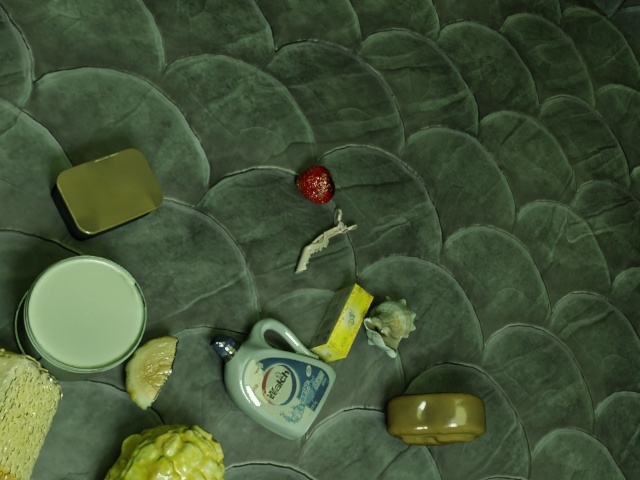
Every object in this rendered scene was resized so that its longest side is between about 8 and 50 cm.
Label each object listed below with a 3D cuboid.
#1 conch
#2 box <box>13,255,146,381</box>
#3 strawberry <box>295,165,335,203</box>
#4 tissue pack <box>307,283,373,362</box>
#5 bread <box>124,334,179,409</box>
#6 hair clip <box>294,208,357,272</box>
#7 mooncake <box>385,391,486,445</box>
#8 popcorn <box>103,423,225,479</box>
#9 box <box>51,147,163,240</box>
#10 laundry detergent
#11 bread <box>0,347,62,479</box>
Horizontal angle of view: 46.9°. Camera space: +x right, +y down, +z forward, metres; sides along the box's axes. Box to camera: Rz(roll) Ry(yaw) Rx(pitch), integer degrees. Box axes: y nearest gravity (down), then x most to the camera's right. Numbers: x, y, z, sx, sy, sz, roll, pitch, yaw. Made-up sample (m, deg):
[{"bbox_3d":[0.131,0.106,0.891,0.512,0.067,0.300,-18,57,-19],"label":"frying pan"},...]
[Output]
[{"bbox_3d":[0.157,0.217,1.819,0.234,0.114,0.137,-22,103,-47],"label":"conch"},{"bbox_3d":[-0.466,0.152,1.430,0.226,0.149,0.226,10,69,-28],"label":"box"},{"bbox_3d":[-0.011,-0.138,1.840,0.106,0.106,0.106,10,69,-28],"label":"strawberry"},{"bbox_3d":[0.050,0.198,1.761,0.062,0.095,0.176,38,58,-15],"label":"tissue pack"},{"bbox_3d":[-0.352,0.267,1.502,0.094,0.083,0.157,16,65,-24],"label":"bread"},{"bbox_3d":[0.000,0.000,1.834,0.226,0.034,0.072,-39,93,-32],"label":"hair clip"},{"bbox_3d":[0.279,0.430,1.759,0.234,0.235,0.117,12,65,-28],"label":"mooncake"},{"bbox_3d":[-0.296,0.480,1.404,0.237,0.205,0.252,-5,89,-47],"label":"popcorn"},{"bbox_3d":[-0.451,-0.094,1.554,0.201,0.090,0.144,-28,90,-35],"label":"box"},{"bbox_3d":[-0.116,0.285,1.629,0.280,0.105,0.215,41,58,-12],"label":"laundry detergent"},{"bbox_3d":[-0.662,0.314,1.312,0.315,0.279,0.248,7,63,16],"label":"bread"}]
